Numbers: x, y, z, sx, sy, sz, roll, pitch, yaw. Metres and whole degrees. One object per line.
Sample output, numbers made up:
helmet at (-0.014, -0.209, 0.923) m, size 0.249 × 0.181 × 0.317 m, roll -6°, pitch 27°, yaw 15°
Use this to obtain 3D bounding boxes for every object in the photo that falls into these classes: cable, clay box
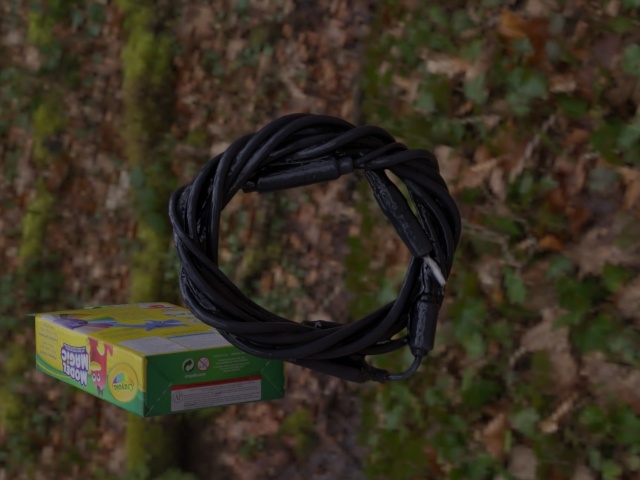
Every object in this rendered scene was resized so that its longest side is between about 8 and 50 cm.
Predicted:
cable at (0.000, 0.000, 0.829) m, size 0.151 × 0.184 × 0.047 m, roll -69°, pitch 21°, yaw 1°
clay box at (-0.140, 0.090, 1.145) m, size 0.222 × 0.127 × 0.053 m, roll 10°, pitch 101°, yaw 55°
